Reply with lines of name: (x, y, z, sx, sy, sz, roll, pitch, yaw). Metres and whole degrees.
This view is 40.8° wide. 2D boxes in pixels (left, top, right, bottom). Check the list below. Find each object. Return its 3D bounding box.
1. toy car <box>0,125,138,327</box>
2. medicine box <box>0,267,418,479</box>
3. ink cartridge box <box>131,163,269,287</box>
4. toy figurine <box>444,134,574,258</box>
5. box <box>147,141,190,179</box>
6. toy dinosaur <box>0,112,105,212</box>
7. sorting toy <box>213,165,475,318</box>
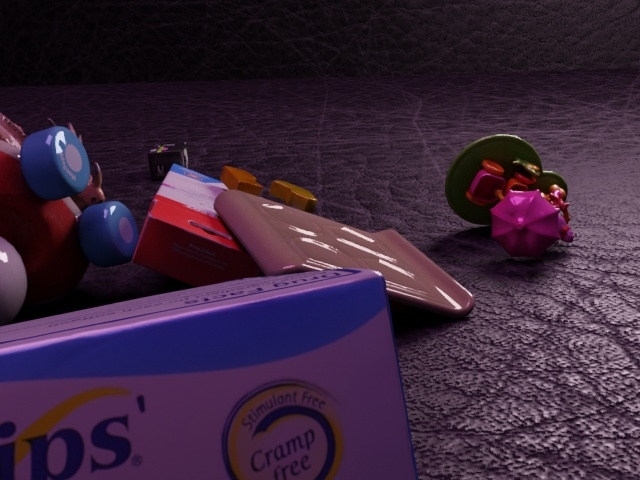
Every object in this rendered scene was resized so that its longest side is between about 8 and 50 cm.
toy car: (-0.337, 0.036, 0.876, 0.219, 0.210, 0.238, -12, 44, 15)
medicine box: (-0.127, 0.111, 0.435, 0.264, 0.149, 0.289, -10, 0, -19)
ink cartridge box: (-0.129, -0.006, 0.972, 0.134, 0.078, 0.231, 21, 15, -9)
toy figurine: (0.254, -0.033, 1.055, 0.173, 0.130, 0.159, 16, 26, -18)
box: (-0.272, -0.144, 1.551, 0.062, 0.052, 0.083, -4, 16, 1)
toy dinosaur: (-0.465, -0.130, 1.285, 0.200, 0.296, 0.127, -37, 29, 32)
sorting toy: (0.000, 0.000, 0.939, 0.229, 0.041, 0.307, 12, 17, -27)
